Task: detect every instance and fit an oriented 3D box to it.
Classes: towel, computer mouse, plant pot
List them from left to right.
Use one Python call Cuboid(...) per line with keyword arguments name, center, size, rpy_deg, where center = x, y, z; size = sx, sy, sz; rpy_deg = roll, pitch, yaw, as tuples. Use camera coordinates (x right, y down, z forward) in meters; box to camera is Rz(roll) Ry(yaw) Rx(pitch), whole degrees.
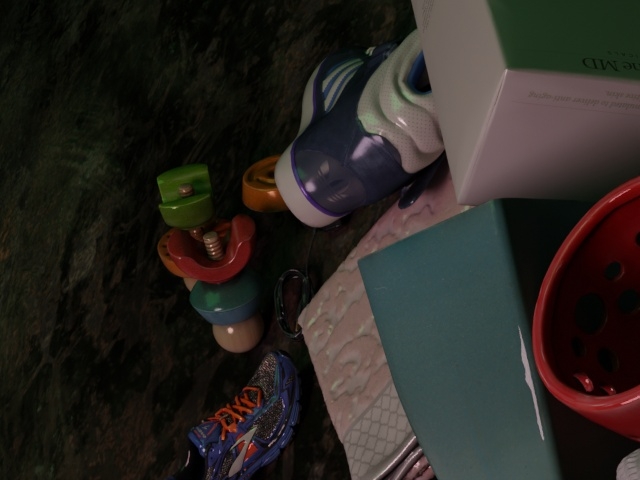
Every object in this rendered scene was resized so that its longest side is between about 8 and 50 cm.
Cuboid(name="computer mouse", center=(0.000, 0.000, 1.759), size=(0.071, 0.041, 0.242), rpy_deg=(9, 76, 28))
Cuboid(name="towel", center=(0.113, 0.058, 1.511), size=(0.332, 0.053, 0.317), rpy_deg=(-48, 32, 21))
Cuboid(name="plant pot", center=(0.162, 0.104, 1.246), size=(0.166, 0.165, 0.234), rpy_deg=(-25, 71, 46))
Cuboid(name="plant pot", center=(0.278, 0.065, 1.118), size=(0.191, 0.174, 0.191), rpy_deg=(-39, 37, 37))

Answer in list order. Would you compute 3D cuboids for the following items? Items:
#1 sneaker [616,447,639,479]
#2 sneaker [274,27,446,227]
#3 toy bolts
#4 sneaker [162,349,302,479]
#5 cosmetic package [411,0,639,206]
Cuboid(name="sneaker", center=(0.345, 0.180, 0.883), size=(0.210, 0.137, 0.366), rpy_deg=(-35, 33, -7))
Cuboid(name="sneaker", center=(0.091, -0.156, 1.620), size=(0.236, 0.130, 0.323), rpy_deg=(-33, 17, 31))
Cuboid(name="toy bolts", center=(-0.087, 0.020, 1.828), size=(0.218, 0.158, 0.228), rpy_deg=(-12, 30, 3))
Cuboid(name="sneaker", center=(-0.095, 0.213, 1.669), size=(0.221, 0.087, 0.083), rpy_deg=(-60, 30, 2))
Cuboid(name="cosmetic package", center=(0.203, -0.192, 1.399), size=(0.365, 0.197, 0.155), rpy_deg=(-100, 19, -48))
